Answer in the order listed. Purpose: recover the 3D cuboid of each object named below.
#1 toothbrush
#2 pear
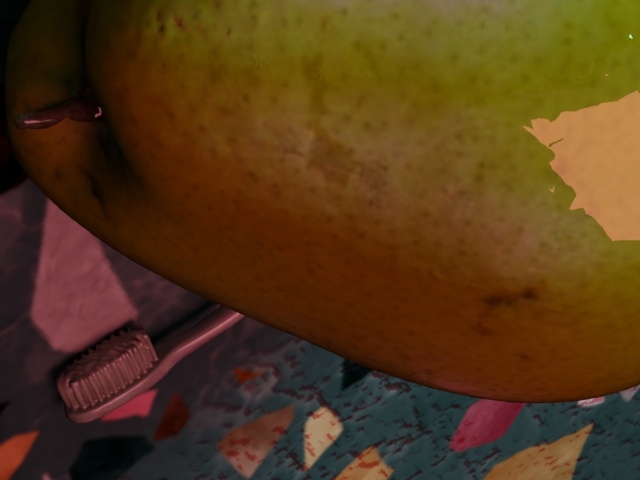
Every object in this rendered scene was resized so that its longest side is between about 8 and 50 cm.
[{"bbox_3d":[0.000,0.000,1.001,0.307,0.025,0.029,-32,132,-16],"label":"toothbrush"},{"bbox_3d":[0.051,-0.055,0.811,0.336,0.285,0.285,-23,139,-4],"label":"pear"}]
